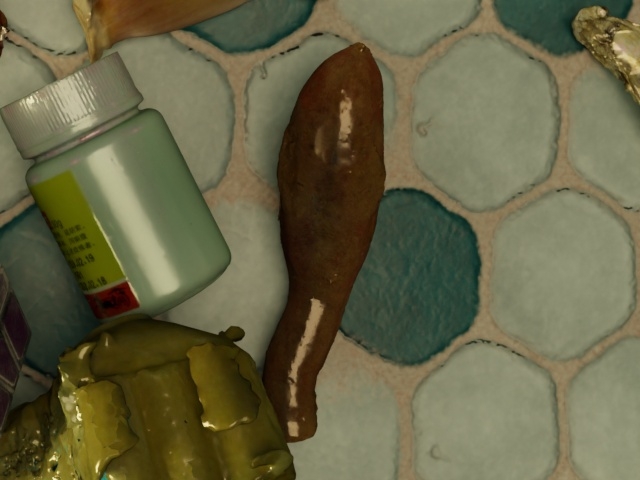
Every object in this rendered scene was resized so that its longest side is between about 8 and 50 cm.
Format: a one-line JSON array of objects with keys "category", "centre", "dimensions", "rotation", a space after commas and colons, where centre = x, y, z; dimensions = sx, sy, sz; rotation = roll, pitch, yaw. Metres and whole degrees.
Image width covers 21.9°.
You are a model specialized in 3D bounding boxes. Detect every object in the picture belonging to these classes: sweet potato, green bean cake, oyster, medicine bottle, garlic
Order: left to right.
[{"category": "green bean cake", "centre": [-0.185, 0.185, 1.434], "dimensions": [0.285, 0.310, 0.202], "rotation": [-13, 69, -16]}, {"category": "medicine bottle", "centre": [-0.186, -0.045, 1.497], "dimensions": [0.139, 0.139, 0.225], "rotation": [-28, 99, -11]}, {"category": "garlic", "centre": [-0.104, -0.276, 1.536], "dimensions": [0.266, 0.148, 0.129], "rotation": [-10, 58, -9]}, {"category": "sweet potato", "centre": [0.000, 0.000, 1.569], "dimensions": [0.109, 0.109, 0.385], "rotation": [6, 103, -14]}, {"category": "oyster", "centre": [0.334, -0.161, 1.677], "dimensions": [0.106, 0.061, 0.200], "rotation": [-30, 102, -29]}]

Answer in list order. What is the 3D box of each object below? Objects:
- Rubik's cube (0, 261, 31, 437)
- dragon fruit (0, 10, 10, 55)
[{"category": "Rubik's cube", "centre": [-0.402, 0.089, 1.369], "dimensions": [0.264, 0.319, 0.319], "rotation": [-40, 103, -40]}, {"category": "dragon fruit", "centre": [-0.344, -0.204, 1.492], "dimensions": [0.126, 0.068, 0.112], "rotation": [17, 105, -27]}]
